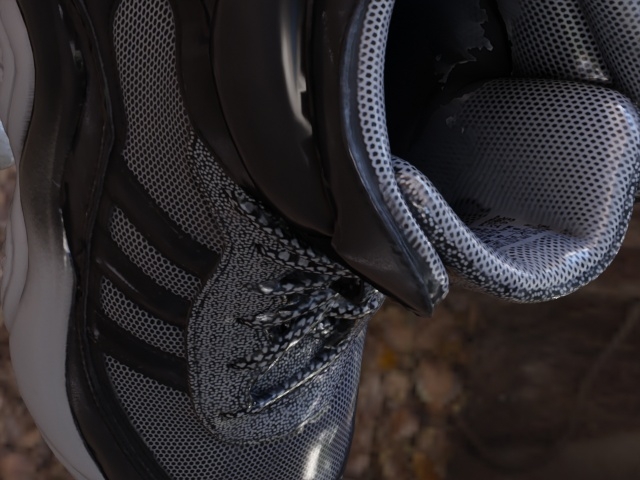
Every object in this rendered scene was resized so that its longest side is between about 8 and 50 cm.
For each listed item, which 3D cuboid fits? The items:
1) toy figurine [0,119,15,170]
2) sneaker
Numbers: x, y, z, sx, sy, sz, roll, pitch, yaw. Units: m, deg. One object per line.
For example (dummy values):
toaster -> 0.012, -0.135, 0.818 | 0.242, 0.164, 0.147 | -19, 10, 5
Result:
toy figurine -> -0.157, -0.113, 0.702 | 0.213, 0.148, 0.209 | -22, 73, -52
sneaker -> 0.000, 0.000, 0.413 | 0.101, 0.153, 0.268 | -27, 131, -30
